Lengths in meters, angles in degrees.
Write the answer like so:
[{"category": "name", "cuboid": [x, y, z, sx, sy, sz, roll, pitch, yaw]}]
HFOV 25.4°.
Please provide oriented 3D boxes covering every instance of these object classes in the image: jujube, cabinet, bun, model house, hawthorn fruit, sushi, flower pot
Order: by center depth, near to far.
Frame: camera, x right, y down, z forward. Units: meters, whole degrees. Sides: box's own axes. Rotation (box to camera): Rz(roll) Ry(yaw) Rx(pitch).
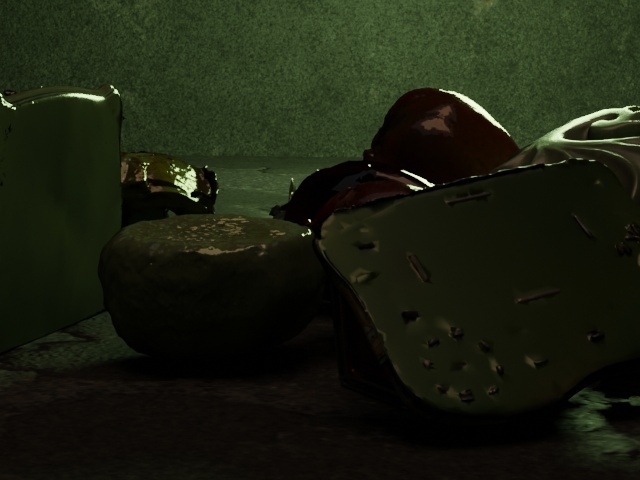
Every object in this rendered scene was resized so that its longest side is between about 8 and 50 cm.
[{"category": "model house", "cuboid": [0.133, 0.073, 1.116, 0.294, 0.154, 0.207, -12, 57, -30]}, {"category": "bun", "cuboid": [-0.091, 0.043, 1.215, 0.195, 0.118, 0.195, -4, 10, 1]}, {"category": "cabinet", "cuboid": [-0.388, -0.039, 1.343, 0.318, 0.227, 0.290, 4, 9, 16]}, {"category": "jujube", "cuboid": [0.076, -0.001, 1.460, 0.236, 0.168, 0.168, 11, 11, 33]}, {"category": "flower pot", "cuboid": [0.374, -0.045, 1.590, 0.254, 0.164, 0.367, -33, 27, -34]}, {"category": "hawthorn fruit", "cuboid": [0.186, -0.078, 1.872, 0.262, 0.210, 0.210, 23, 2, -14]}, {"category": "sushi", "cuboid": [-0.282, -0.055, 1.931, 0.291, 0.131, 0.139, 7, 29, -14]}]

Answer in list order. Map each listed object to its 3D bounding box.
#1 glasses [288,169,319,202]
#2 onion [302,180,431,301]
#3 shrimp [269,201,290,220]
[{"category": "glasses", "cuboid": [0.055, -0.016, 2.004, 0.220, 0.088, 0.189, 24, 11, 10]}, {"category": "onion", "cuboid": [0.075, 0.005, 1.295, 0.184, 0.184, 0.147, 5, 51, 23]}, {"category": "shrimp", "cuboid": [0.028, -0.012, 1.718, 0.185, 0.068, 0.287, -17, 14, -2]}]
